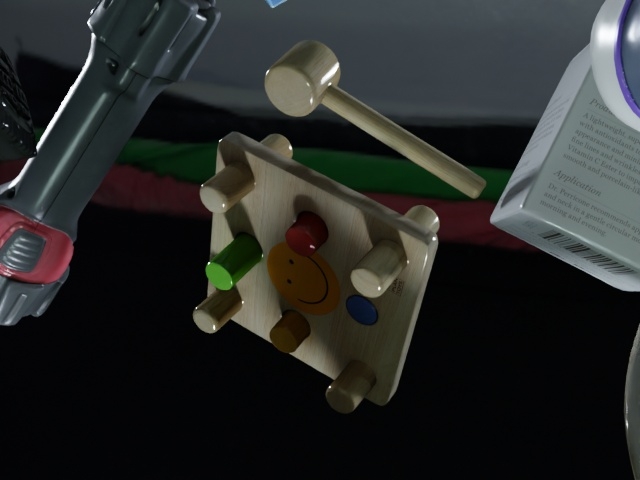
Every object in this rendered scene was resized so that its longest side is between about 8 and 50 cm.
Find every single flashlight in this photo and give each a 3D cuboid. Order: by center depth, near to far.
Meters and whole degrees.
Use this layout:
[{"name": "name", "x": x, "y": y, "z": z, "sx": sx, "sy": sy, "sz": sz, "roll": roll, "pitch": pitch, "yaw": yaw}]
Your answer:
[{"name": "flashlight", "x": -0.188, "y": -0.075, "z": 0.723, "sx": 0.103, "sy": 0.304, "sz": 0.103, "roll": 42, "pitch": -160, "yaw": 15}]

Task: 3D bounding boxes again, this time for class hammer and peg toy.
[{"name": "hammer and peg toy", "x": 0.000, "y": 0.000, "z": 0.975, "sx": 0.266, "sy": 0.361, "sz": 0.127, "roll": 29, "pitch": -135, "yaw": 19}]

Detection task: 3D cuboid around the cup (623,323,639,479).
[{"name": "cup", "x": 0.322, "y": 0.120, "z": 0.384, "sx": 0.331, "sy": 0.237, "sz": 0.331, "roll": -22, "pitch": -146, "yaw": 16}]

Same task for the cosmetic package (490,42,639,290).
[{"name": "cosmetic package", "x": 0.269, "y": -0.068, "z": 0.848, "sx": 0.151, "sy": 0.183, "sz": 0.151, "roll": 28, "pitch": 177, "yaw": 2}]

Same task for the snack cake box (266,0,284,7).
[{"name": "snack cake box", "x": 0.019, "y": -0.372, "z": 0.930, "sx": 0.264, "sy": 0.152, "sz": 0.089, "roll": -32, "pitch": -134, "yaw": 1}]

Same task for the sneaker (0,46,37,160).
[{"name": "sneaker", "x": -0.275, "y": -0.101, "z": 0.547, "sx": 0.130, "sy": 0.286, "sz": 0.109, "roll": -20, "pitch": -112, "yaw": 1}]

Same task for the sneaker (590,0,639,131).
[{"name": "sneaker", "x": 0.280, "y": -0.155, "z": 0.381, "sx": 0.323, "sy": 0.130, "sz": 0.236, "roll": -42, "pitch": -166, "yaw": -9}]
